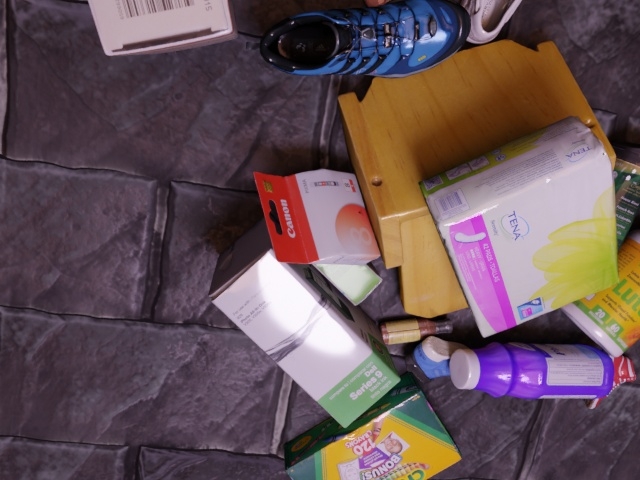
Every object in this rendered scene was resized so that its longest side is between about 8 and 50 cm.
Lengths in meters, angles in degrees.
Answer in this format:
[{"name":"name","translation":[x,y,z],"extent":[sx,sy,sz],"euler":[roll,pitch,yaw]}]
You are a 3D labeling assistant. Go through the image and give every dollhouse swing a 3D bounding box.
[{"name":"dollhouse swing","translation":[0.240,-0.087,1.046],"extent":[0.346,0.305,0.315],"euler":[-16,66,-1]}]

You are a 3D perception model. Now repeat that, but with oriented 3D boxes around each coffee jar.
[{"name":"coffee jar","translation":[0.490,-0.073,1.056],"extent":[0.079,0.096,0.184],"euler":[20,104,-14]}]

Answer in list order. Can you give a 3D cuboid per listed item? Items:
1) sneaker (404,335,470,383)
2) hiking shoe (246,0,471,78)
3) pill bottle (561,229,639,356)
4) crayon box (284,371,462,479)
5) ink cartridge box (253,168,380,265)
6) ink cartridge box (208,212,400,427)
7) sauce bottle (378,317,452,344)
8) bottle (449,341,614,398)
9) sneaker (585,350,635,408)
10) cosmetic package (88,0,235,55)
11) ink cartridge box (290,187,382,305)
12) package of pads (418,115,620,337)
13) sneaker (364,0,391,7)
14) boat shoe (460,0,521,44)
[{"name":"sneaker","translation":[0.217,0.224,1.137],"extent":[0.152,0.058,0.084],"euler":[22,130,-33]},{"name":"hiking shoe","translation":[0.059,-0.277,0.896],"extent":[0.304,0.132,0.113],"euler":[-5,108,15]},{"name":"pill bottle","translation":[0.542,0.069,1.081],"extent":[0.136,0.136,0.246],"euler":[42,98,-15]},{"name":"crayon box","translation":[0.093,0.386,1.154],"extent":[0.278,0.081,0.165],"euler":[-32,107,3]},{"name":"ink cartridge box","translation":[-0.002,-0.038,0.922],"extent":[0.045,0.179,0.145],"euler":[-32,66,38]},{"name":"ink cartridge box","translation":[-0.026,0.117,0.995],"extent":[0.121,0.211,0.289],"euler":[-41,106,7]},{"name":"sauce bottle","translation":[0.168,0.158,1.117],"extent":[0.128,0.042,0.042],"euler":[-4,106,-4]},{"name":"bottle","translation":[0.363,0.224,1.097],"extent":[0.282,0.118,0.092],"euler":[5,91,-17]},{"name":"sneaker","translation":[0.546,0.268,1.189],"extent":[0.067,0.042,0.118],"euler":[15,102,-7]},{"name":"cosmetic package","translation":[-0.191,-0.312,0.811],"extent":[0.153,0.296,0.129],"euler":[-12,108,-1]},{"name":"ink cartridge box","translation":[0.000,0.000,1.018],"extent":[0.062,0.109,0.209],"euler":[-44,106,6]},{"name":"package of pads","translation":[0.290,-0.007,0.877],"extent":[0.229,0.101,0.296],"euler":[-24,135,9]},{"name":"sneaker","translation":[0.134,-0.352,0.951],"extent":[0.134,0.070,0.051],"euler":[18,105,-10]},{"name":"boat shoe","translation":[0.291,-0.427,0.932],"extent":[0.098,0.096,0.277],"euler":[16,104,-10]}]
